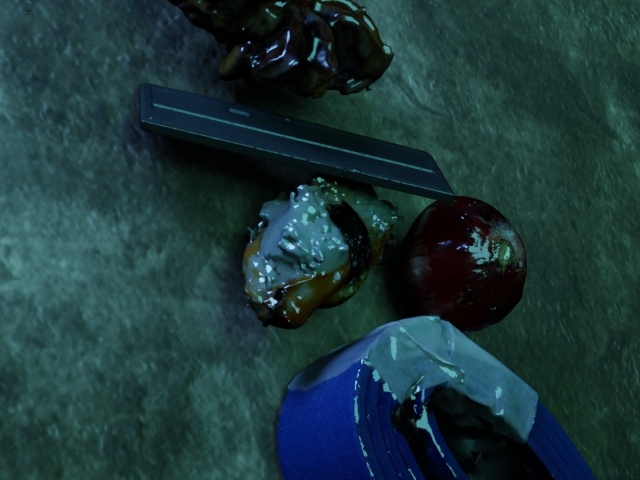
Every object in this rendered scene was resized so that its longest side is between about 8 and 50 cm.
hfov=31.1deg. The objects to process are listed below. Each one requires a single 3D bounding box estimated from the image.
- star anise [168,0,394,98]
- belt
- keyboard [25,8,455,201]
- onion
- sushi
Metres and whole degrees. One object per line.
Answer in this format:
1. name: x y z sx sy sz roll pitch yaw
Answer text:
1. star anise: -0.044 -0.188 1.005 0.220 0.190 0.126 32 94 -22
2. belt: 0.121 0.225 0.951 0.347 0.117 0.212 51 48 -8
3. keyboard: -0.069 -0.100 0.965 0.381 0.041 0.103 19 23 -18
4. onion: 0.129 0.023 1.062 0.131 0.131 0.131 18 58 -32
5. sushi: 0.000 -0.004 0.977 0.097 0.103 0.226 27 27 19
